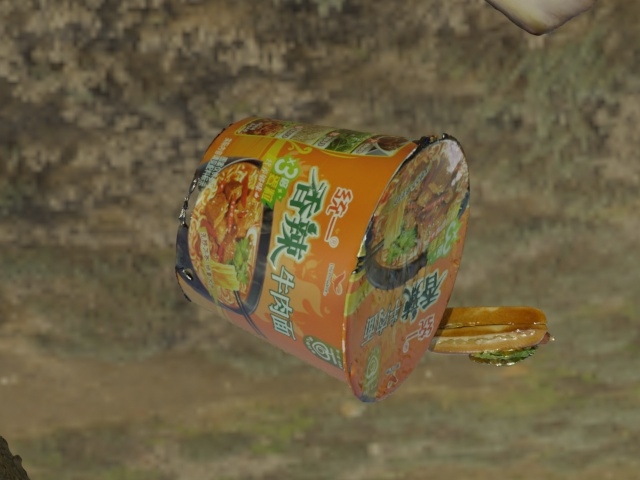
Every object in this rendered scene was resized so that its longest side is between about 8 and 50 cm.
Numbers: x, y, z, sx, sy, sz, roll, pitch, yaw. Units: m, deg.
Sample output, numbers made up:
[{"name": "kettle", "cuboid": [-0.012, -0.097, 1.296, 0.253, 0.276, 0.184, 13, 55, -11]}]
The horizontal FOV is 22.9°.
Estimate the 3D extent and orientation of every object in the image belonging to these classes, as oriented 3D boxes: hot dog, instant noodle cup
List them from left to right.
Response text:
[{"name": "instant noodle cup", "cuboid": [0.000, 0.000, 1.333, 0.182, 0.230, 0.230, 18, 172, 25]}, {"name": "hot dog", "cuboid": [0.157, 0.092, 1.512, 0.133, 0.056, 0.041, -2, 129, 16]}]

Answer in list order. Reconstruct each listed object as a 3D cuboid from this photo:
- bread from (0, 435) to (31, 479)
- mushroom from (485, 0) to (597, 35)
[{"name": "bread", "cuboid": [-0.243, 0.161, 0.865, 0.183, 0.337, 0.102, -34, 170, -12]}, {"name": "mushroom", "cuboid": [0.144, -0.292, 1.146, 0.236, 0.173, 0.162, 38, 162, 0]}]
